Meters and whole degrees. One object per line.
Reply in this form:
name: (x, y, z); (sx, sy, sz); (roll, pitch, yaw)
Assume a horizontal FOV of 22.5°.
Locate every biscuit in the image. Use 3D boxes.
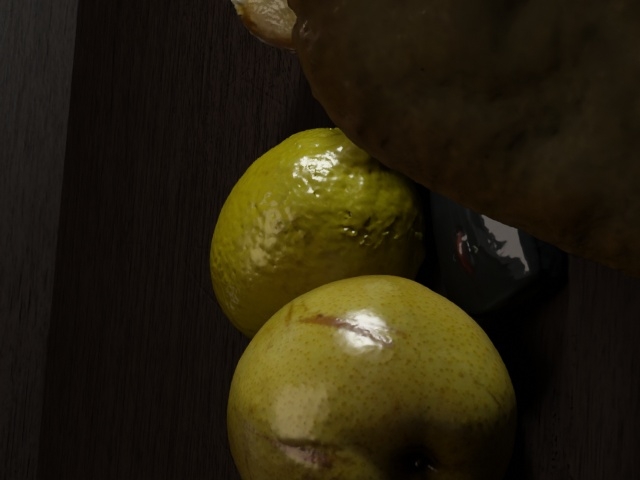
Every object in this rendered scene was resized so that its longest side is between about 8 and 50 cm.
biscuit: (0.188, -0.222, 1.388); (0.104, 0.446, 0.429); (-72, 8, -63)

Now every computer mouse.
computer mouse: (0.177, -0.054, 1.704); (0.170, 0.100, 0.269); (147, 126, -62)

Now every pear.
pear: (0.051, 0.184, 1.679); (0.314, 0.314, 0.314); (-173, 90, -65)

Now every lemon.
lemon: (0.000, 0.000, 1.902); (0.320, 0.245, 0.245); (-62, 32, 30)

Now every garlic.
garlic: (-0.011, -0.339, 2.111); (0.245, 0.164, 0.145); (-36, 34, 51)
